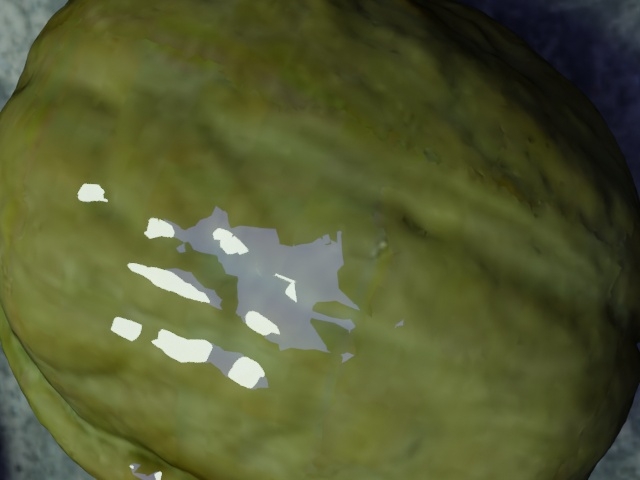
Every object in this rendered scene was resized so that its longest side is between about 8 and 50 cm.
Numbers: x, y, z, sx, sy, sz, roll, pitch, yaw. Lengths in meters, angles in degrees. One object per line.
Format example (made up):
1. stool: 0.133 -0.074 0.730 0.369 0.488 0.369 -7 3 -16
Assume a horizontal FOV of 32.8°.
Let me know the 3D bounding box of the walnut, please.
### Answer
1. walnut: 0.000 0.000 0.455 0.282 0.227 0.283 0 67 1
